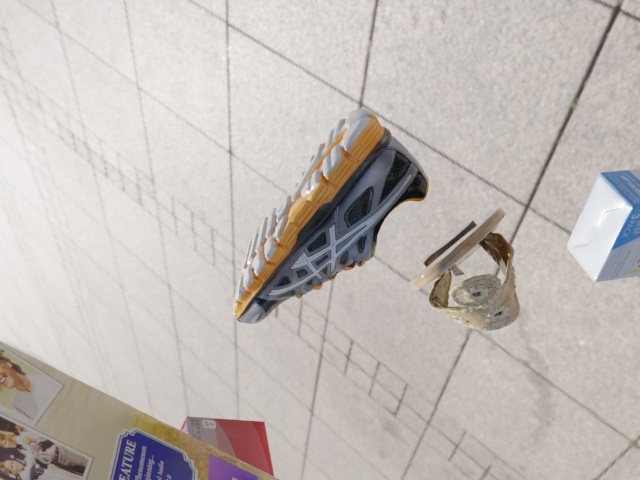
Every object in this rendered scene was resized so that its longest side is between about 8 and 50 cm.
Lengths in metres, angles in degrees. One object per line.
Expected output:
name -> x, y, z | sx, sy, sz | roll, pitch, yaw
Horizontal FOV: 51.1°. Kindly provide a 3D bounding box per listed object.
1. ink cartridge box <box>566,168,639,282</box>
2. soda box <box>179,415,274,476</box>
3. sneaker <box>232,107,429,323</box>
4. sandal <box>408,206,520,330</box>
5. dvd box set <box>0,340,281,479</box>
ink cartridge box -> 0.372, -0.022, 0.717 | 0.062, 0.181, 0.104 | -113, 23, -45
soda box -> -0.079, 0.286, 0.573 | 0.092, 0.083, 0.263 | -60, 31, 33
sneaker -> 0.000, 0.000, 0.537 | 0.083, 0.084, 0.215 | 30, 121, -19
sandal -> 0.129, 0.032, 0.535 | 0.079, 0.088, 0.240 | 51, -173, 5
dvd box set -> -0.155, 0.182, 0.318 | 0.420, 0.062, 0.308 | 33, -162, -21
